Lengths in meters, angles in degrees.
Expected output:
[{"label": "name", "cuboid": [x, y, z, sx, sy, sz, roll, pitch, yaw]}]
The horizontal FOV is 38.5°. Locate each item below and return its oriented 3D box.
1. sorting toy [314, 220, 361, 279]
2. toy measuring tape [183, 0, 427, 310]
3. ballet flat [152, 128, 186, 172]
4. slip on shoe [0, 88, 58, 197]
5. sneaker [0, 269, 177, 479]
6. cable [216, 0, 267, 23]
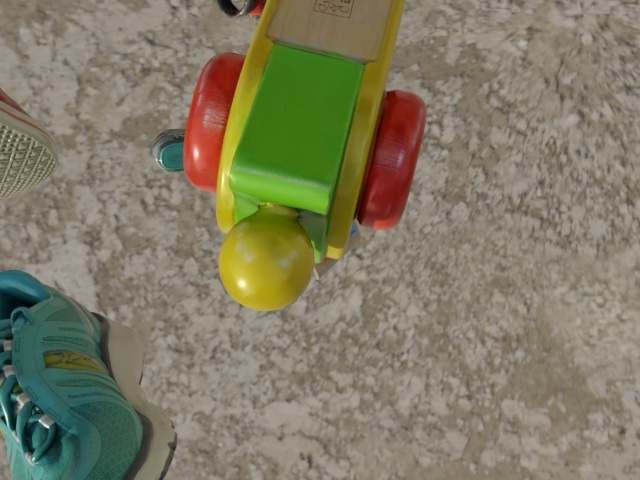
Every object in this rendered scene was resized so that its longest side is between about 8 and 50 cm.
[{"label": "sorting toy", "cuboid": [0.000, 0.000, 0.711, 0.012, 0.083, 0.062, 13, 135, 41]}, {"label": "toy measuring tape", "cuboid": [0.005, -0.097, 0.486, 0.121, 0.330, 0.121, 10, 144, 7]}, {"label": "ballet flat", "cuboid": [-0.138, -0.131, 1.253, 0.188, 0.070, 0.070, -2, 107, -25]}, {"label": "slip on shoe", "cuboid": [-0.383, -0.136, 0.983, 0.123, 0.331, 0.101, -27, 68, 3]}, {"label": "sneaker", "cuboid": [-0.163, 0.098, 0.533, 0.107, 0.275, 0.110, -44, 117, -2]}, {"label": "cable", "cuboid": [-0.090, -0.407, 1.208, 0.139, 0.072, 0.287, -3, 115, 26]}]
